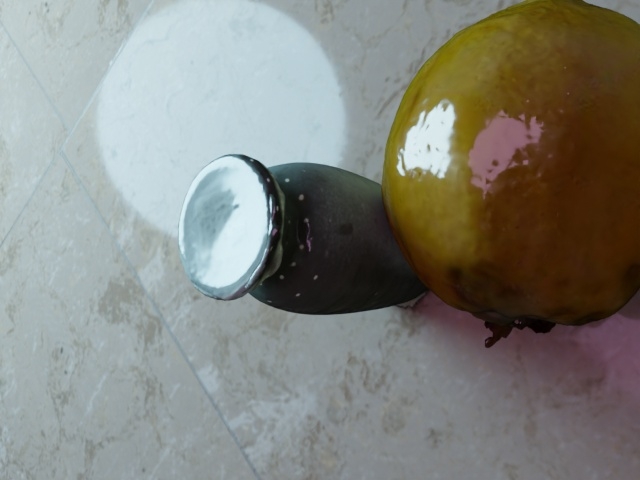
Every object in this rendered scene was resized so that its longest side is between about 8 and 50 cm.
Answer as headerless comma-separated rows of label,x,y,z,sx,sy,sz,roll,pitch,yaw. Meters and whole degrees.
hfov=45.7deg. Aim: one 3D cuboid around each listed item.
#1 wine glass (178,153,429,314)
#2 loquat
wine glass,0.000,0.000,0.558,0.111,0.204,0.111,-5,82,41
loquat,0.135,-0.044,0.490,0.187,0.176,0.234,12,90,53
